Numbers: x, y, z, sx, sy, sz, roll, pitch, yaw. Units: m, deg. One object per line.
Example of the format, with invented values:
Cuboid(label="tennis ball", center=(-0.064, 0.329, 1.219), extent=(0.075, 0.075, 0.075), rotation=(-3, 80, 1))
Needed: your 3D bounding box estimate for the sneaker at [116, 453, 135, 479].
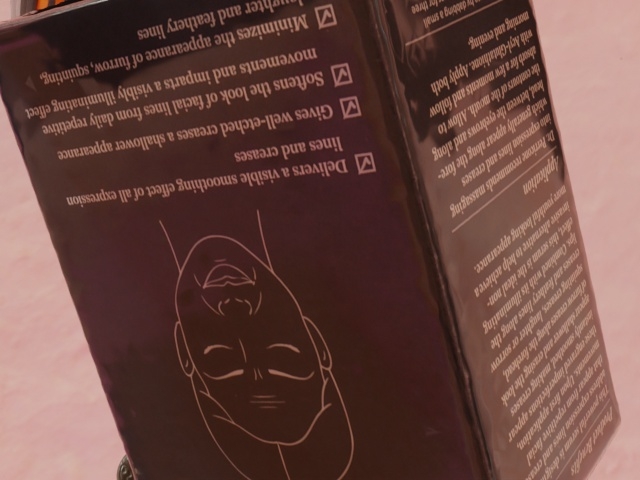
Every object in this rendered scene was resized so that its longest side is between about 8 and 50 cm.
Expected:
Cuboid(label="sneaker", center=(-0.129, 0.324, 1.337), extent=(0.228, 0.130, 0.087), rotation=(26, 80, 13))

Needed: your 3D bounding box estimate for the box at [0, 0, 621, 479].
Cuboid(label="box", center=(0.000, 0.000, 0.757), extent=(0.294, 0.212, 0.395), rotation=(-4, 108, 35))

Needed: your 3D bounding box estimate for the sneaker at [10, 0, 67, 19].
Cuboid(label="sneaker", center=(-0.134, -0.222, 0.873), extent=(0.180, 0.125, 0.321), rotation=(19, 107, 33))
